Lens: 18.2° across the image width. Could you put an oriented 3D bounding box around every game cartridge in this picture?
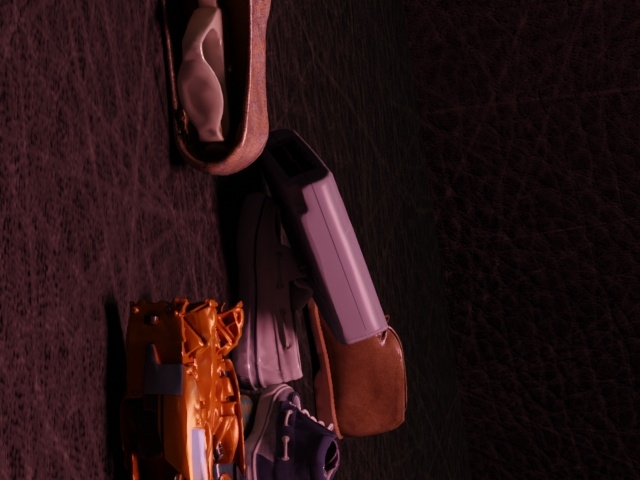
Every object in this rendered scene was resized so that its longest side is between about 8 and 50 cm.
[{"bbox_3d":[0.000,0.000,2.072,0.294,0.060,0.196,-125,-162,-73],"label":"game cartridge"}]

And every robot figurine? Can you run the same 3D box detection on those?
[{"bbox_3d":[-0.104,0.191,1.584,0.211,0.085,0.291,7,79,-80],"label":"robot figurine"}]

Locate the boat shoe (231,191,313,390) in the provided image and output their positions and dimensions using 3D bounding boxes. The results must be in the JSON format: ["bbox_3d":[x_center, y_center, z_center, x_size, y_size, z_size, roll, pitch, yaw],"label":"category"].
[{"bbox_3d":[-0.044,0.052,2.042,0.083,0.076,0.226,71,18,-60],"label":"boat shoe"}]

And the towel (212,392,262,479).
[{"bbox_3d":[-0.067,0.283,1.940,0.370,0.040,0.271,24,61,-78],"label":"towel"}]

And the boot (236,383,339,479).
[{"bbox_3d":[-0.019,0.191,1.892,0.190,0.086,0.069,-69,152,-65],"label":"boot"}]

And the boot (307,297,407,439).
[{"bbox_3d":[0.043,0.097,2.462,0.112,0.115,0.305,-61,145,-69],"label":"boot"}]

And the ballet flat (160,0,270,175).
[{"bbox_3d":[-0.096,-0.206,1.753,0.106,0.108,0.316,-43,129,-66],"label":"ballet flat"}]
